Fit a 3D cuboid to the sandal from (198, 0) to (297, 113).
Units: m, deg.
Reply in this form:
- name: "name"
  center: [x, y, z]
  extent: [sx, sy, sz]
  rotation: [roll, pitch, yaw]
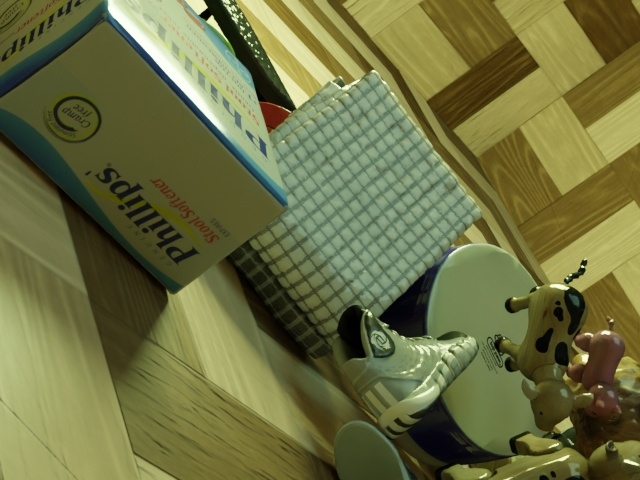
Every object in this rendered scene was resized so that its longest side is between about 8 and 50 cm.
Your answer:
- name: "sandal"
  center: [-0.107, -0.209, 2.019]
  extent: [0.167, 0.107, 0.446]
  rotation: [62, 2, 37]

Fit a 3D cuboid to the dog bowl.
- name: "dog bowl"
  center: [0.175, 0.139, 1.772]
  extent: [0.265, 0.104, 0.265]
  rotation: [16, 68, -43]

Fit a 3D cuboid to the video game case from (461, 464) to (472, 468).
- name: "video game case"
  center: [0.181, 0.289, 1.913]
  extent: [0.122, 0.011, 0.087]
  rotation: [43, 17, -42]

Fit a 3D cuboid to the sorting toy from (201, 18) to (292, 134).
- name: "sorting toy"
  center: [-0.162, -0.168, 1.730]
  extent: [0.365, 0.127, 0.126]
  rotation: [46, 44, -22]

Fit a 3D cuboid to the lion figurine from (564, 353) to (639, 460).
- name: "lion figurine"
  center: [0.358, 0.335, 1.863]
  extent: [0.240, 0.392, 0.142]
  rotation: [9, 12, -40]

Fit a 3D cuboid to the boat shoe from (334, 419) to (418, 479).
- name: "boat shoe"
  center: [0.073, 0.256, 1.484]
  extent: [0.183, 0.065, 0.083]
  rotation: [59, 9, -6]

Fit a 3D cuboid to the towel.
- name: "towel"
  center: [0.016, -0.035, 1.658]
  extent: [0.235, 0.121, 0.284]
  rotation: [52, 53, -6]

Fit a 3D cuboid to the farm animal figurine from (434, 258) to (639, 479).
- name: "farm animal figurine"
  center: [0.266, 0.238, 1.605]
  extent: [0.330, 0.327, 0.172]
  rotation: [56, -16, -13]

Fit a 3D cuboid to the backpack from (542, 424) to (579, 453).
- name: "backpack"
  center: [0.463, 0.393, 2.203]
  extent: [0.191, 0.225, 0.253]
  rotation: [30, 30, -51]

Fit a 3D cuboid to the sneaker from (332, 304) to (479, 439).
- name: "sneaker"
  center: [0.084, 0.110, 1.544]
  extent: [0.132, 0.086, 0.229]
  rotation: [47, 25, 3]

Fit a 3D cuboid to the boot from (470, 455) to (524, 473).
- name: "boot"
  center: [0.262, 0.294, 1.999]
  extent: [0.165, 0.077, 0.213]
  rotation: [47, 19, -29]

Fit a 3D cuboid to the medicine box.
- name: "medicine box"
  center: [-0.181, -0.142, 1.388]
  extent: [0.263, 0.149, 0.289]
  rotation: [47, 13, -32]
